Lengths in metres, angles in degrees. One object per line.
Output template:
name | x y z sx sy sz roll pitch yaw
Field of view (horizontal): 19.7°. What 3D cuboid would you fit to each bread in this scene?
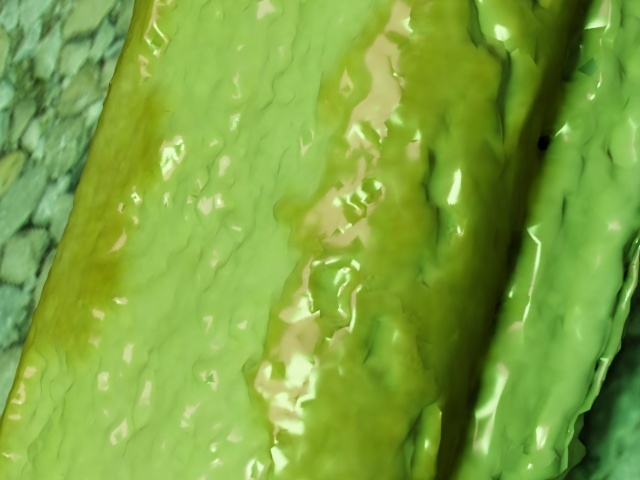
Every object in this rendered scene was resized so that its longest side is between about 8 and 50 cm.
bread | 0.000 0.000 0.694 0.236 0.165 0.375 9 82 54
